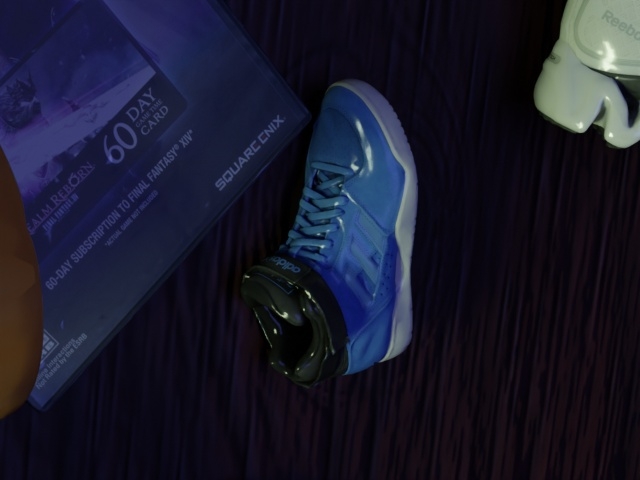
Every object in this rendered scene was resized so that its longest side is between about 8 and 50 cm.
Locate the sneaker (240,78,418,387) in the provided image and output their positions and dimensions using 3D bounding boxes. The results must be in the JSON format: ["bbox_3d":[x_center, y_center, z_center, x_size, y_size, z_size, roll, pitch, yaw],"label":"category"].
[{"bbox_3d":[0.001,0.000,0.686,0.085,0.058,0.152,-20,118,-38],"label":"sneaker"}]

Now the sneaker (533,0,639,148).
[{"bbox_3d":[0.268,-0.098,0.750,0.292,0.110,0.118,7,105,-9],"label":"sneaker"}]

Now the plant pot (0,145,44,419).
[{"bbox_3d":[-0.207,0.022,0.468,0.188,0.205,0.205,-15,108,-34],"label":"plant pot"}]

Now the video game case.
[{"bbox_3d":[-0.144,-0.083,0.593,0.196,0.026,0.274,-49,123,-15],"label":"video game case"}]
